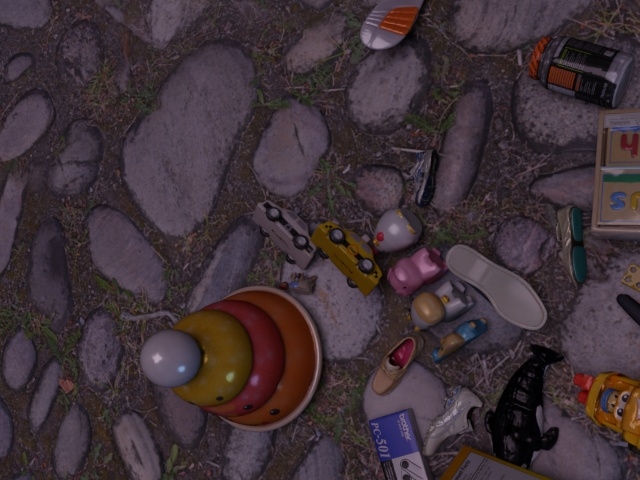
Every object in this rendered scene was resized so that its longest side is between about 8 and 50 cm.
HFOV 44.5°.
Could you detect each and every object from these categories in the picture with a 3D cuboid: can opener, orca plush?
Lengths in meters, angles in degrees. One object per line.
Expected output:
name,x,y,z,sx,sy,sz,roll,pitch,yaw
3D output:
can opener,0.655,0.175,1.539,0.073,0.059,0.186,-44,68,15
orca plush,0.419,0.358,1.603,0.151,0.102,0.287,31,97,26

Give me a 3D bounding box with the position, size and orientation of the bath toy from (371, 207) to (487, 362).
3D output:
bath toy,0.215,0.089,1.719,0.129,0.151,0.348,-42,64,27

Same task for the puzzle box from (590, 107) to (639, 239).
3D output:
puzzle box,0.743,-0.130,1.512,0.408,0.052,0.272,1,72,26

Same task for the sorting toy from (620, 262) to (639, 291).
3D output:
sorting toy,0.723,0.024,1.534,0.274,0.046,0.132,-40,68,16

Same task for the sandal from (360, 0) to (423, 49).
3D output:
sandal,0.193,-0.542,1.856,0.102,0.076,0.265,32,76,11

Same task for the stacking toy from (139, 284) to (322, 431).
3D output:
stacking toy,-0.239,0.260,1.721,0.350,0.480,0.351,-4,81,26

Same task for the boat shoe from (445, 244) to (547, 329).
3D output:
boat shoe,0.379,0.100,1.670,0.254,0.079,0.095,34,100,28

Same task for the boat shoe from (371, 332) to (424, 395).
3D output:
boat shoe,0.165,0.277,1.759,0.063,0.059,0.170,38,100,25

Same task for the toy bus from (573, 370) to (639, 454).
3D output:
toy bus,0.574,0.308,1.479,0.211,0.220,0.150,20,88,33

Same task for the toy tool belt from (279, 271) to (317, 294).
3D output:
toy tool belt,-0.053,0.101,1.899,0.083,0.052,0.051,7,55,23

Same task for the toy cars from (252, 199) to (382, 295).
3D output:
toy cars,0.000,0.000,1.828,0.393,0.177,0.087,20,49,42

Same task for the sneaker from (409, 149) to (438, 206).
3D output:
sneaker,0.232,-0.142,1.795,0.058,0.052,0.135,6,78,36

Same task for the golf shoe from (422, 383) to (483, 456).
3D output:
golf shoe,0.284,0.400,1.685,0.086,0.069,0.176,30,97,20

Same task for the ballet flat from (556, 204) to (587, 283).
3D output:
ballet flat,0.523,0.011,1.637,0.052,0.057,0.168,-13,72,52

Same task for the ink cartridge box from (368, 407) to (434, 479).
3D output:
ink cartridge box,0.184,0.486,1.730,0.097,0.046,0.207,-22,74,20

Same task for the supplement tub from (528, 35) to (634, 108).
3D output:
supplement tub,0.542,-0.356,1.632,0.190,0.117,0.117,26,94,26

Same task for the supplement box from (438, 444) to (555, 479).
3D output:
supplement box,0.392,0.578,1.506,0.356,0.194,0.195,16,112,27
